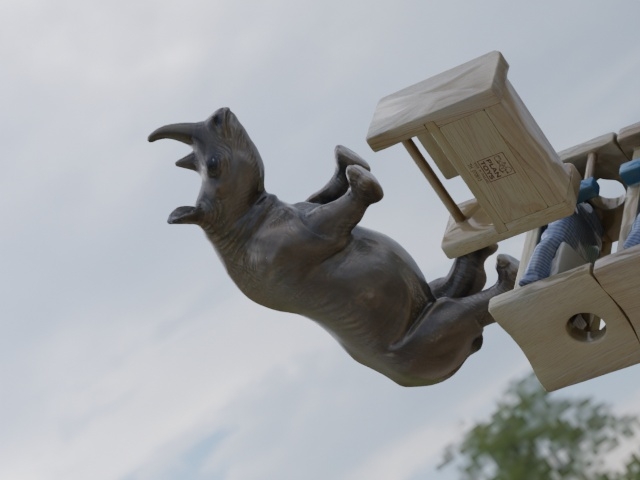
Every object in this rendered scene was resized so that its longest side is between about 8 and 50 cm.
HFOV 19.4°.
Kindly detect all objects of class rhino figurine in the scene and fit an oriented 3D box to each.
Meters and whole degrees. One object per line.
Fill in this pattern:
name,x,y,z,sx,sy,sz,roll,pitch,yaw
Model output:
rhino figurine,0.000,0.000,1.125,0.106,0.243,0.073,-59,0,10

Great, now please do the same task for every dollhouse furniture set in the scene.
dollhouse furniture set,0.137,-0.043,0.975,0.129,0.183,0.129,-21,30,29
